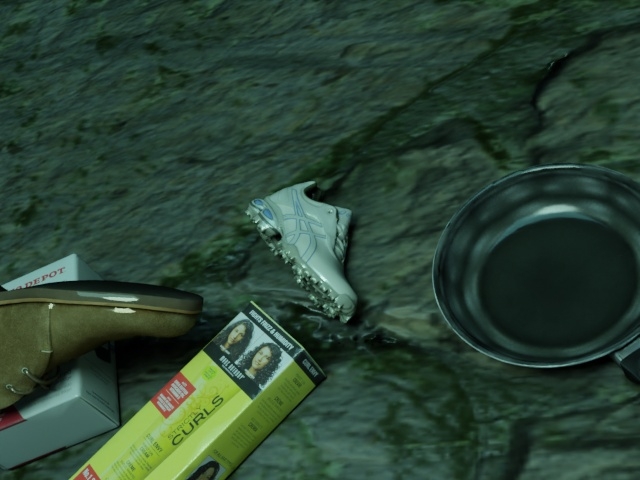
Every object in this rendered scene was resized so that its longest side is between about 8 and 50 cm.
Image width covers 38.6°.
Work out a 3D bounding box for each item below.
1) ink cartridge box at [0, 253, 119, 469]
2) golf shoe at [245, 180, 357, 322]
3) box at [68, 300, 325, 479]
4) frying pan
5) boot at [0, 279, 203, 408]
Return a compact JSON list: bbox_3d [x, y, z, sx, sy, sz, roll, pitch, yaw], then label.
[{"bbox_3d":[-0.275,0.117,0.900,0.128,0.072,0.175,-23,49,9],"label":"ink cartridge box"},{"bbox_3d":[0.000,0.000,0.858,0.086,0.069,0.176,-33,49,-7],"label":"golf shoe"},{"bbox_3d":[-0.109,0.166,0.791,0.232,0.058,0.087,-44,50,-9],"label":"box"},{"bbox_3d":[0.237,0.045,0.715,0.326,0.053,0.197,28,71,36],"label":"frying pan"},{"bbox_3d":[-0.245,0.091,0.813,0.305,0.112,0.115,-5,84,16],"label":"boot"}]
